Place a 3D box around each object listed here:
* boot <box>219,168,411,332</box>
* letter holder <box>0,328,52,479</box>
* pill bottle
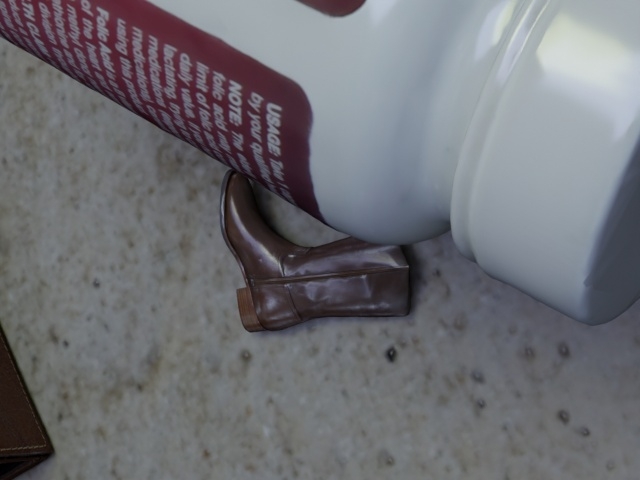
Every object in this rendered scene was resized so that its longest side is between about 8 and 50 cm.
[{"bbox_3d":[0.000,0.000,1.014,0.114,0.037,0.106,-10,94,24],"label":"boot"},{"bbox_3d":[-0.336,0.036,1.052,0.152,0.214,0.302,-30,75,17],"label":"letter holder"},{"bbox_3d":[0.002,-0.135,0.767,0.392,0.224,0.224,30,97,22],"label":"pill bottle"}]
